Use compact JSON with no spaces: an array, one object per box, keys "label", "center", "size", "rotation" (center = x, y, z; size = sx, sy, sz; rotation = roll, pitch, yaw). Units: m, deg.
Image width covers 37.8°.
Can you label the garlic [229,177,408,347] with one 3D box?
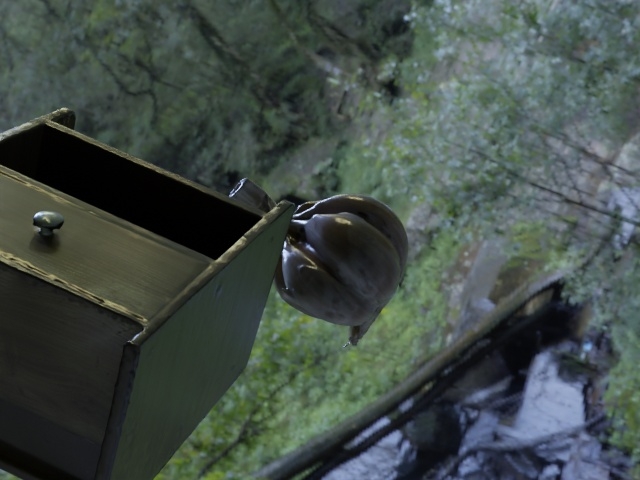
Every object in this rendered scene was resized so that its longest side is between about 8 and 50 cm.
[{"label":"garlic","center":[0.000,0.000,0.904],"size":[0.131,0.194,0.127],"rotation":[-44,-4,-14]}]

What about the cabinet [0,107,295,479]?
[{"label":"cabinet","center":[-0.143,0.034,0.546],"size":[0.215,0.175,0.148],"rotation":[-49,-21,-61]}]
